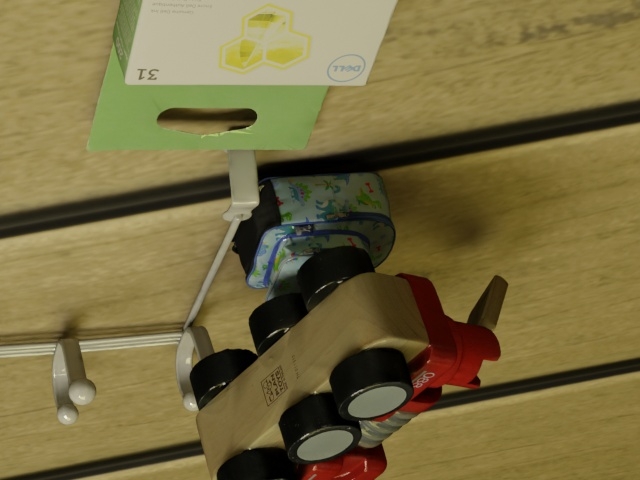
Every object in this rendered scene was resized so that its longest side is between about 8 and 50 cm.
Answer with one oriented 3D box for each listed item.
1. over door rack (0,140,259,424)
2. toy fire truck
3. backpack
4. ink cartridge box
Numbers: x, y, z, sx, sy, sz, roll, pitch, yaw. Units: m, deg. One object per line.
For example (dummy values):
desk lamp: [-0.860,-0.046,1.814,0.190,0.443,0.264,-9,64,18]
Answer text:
over door rack: [-0.186,0.057,1.394,0.239,0.108,0.324,-4,147,-16]
toy fire truck: [0.049,0.104,1.401,0.246,0.158,0.217,12,137,-39]
backpack: [0.000,0.000,1.394,0.114,0.084,0.105,-9,152,-18]
ink cartridge box: [-0.053,-0.122,1.197,0.171,0.056,0.235,-1,139,-20]
